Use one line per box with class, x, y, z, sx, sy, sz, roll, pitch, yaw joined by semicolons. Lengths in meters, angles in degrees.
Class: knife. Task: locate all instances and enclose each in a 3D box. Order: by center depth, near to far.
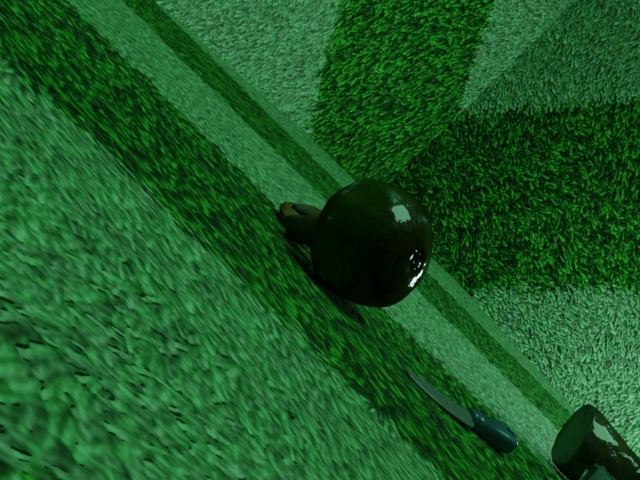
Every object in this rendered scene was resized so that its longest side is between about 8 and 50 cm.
knife;0.206;0.248;1.668;0.244;0.032;0.058;35;20;-37

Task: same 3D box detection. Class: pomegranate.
pomegranate;0.049;-0.002;1.670;0.225;0.187;0.187;17;-10;31

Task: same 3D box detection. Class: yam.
yam;0.552;0.463;2.122;0.330;0.133;0.133;51;7;7

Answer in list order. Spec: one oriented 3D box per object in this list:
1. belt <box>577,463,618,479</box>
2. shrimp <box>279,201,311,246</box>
belt;0.439;0.433;1.575;0.260;0.122;0.325;48;4;-20
shrimp;-0.001;0.003;1.825;0.187;0.051;0.132;43;23;30
